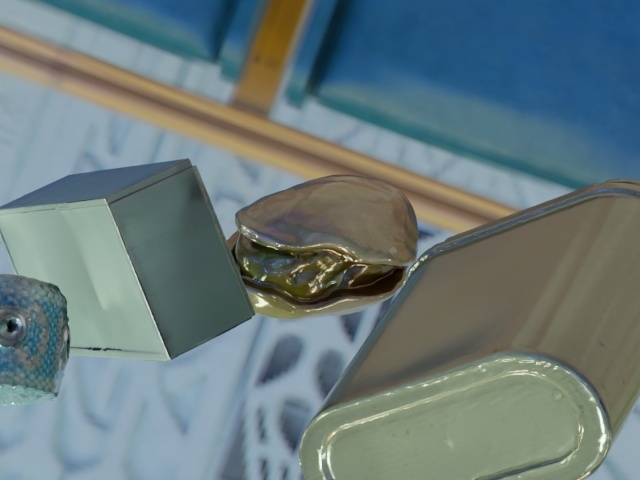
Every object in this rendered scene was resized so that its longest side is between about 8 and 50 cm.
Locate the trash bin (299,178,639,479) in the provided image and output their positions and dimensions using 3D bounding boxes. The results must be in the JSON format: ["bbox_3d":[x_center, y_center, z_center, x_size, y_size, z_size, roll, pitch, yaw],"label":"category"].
[{"bbox_3d":[0.125,0.077,1.267,0.243,0.247,0.121,-21,105,34],"label":"trash bin"}]

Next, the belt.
[{"bbox_3d":[-0.215,0.053,1.084,0.163,0.082,0.147,-4,169,43],"label":"belt"}]

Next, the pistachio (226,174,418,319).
[{"bbox_3d":[0.000,0.000,2.152,0.197,0.166,0.288,31,-162,35],"label":"pistachio"}]

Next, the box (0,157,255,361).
[{"bbox_3d":[-0.157,0.015,1.444,0.086,0.130,0.225,-27,-168,-29],"label":"box"}]
